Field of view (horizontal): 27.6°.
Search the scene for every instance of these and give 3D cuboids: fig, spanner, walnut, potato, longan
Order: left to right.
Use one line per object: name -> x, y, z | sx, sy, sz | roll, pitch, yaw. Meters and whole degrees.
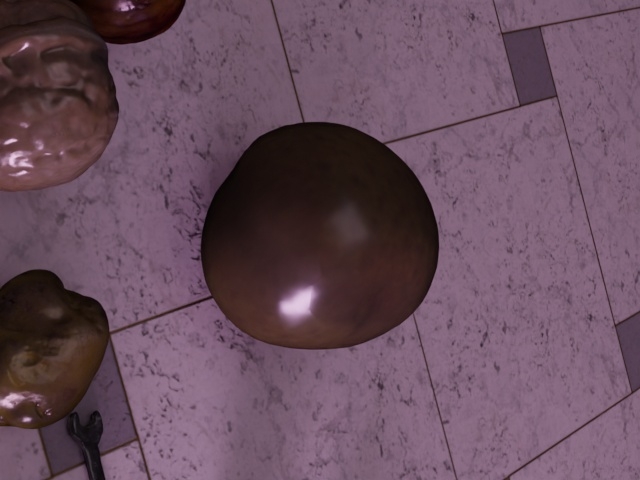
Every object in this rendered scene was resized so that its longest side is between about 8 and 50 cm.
walnut -> -0.367, -0.180, 1.583 | 0.248, 0.248, 0.248 | 13, 72, -46
potato -> -0.348, 0.137, 1.603 | 0.154, 0.137, 0.200 | 23, 60, -9
spanner -> -0.284, 0.345, 1.709 | 0.054, 0.015, 0.254 | -15, 92, -49
fig -> -0.274, -0.385, 1.760 | 0.235, 0.214, 0.235 | 56, 20, -32
longan -> 0.000, 0.000, 1.891 | 0.361, 0.361, 0.361 | 13, 72, -46
